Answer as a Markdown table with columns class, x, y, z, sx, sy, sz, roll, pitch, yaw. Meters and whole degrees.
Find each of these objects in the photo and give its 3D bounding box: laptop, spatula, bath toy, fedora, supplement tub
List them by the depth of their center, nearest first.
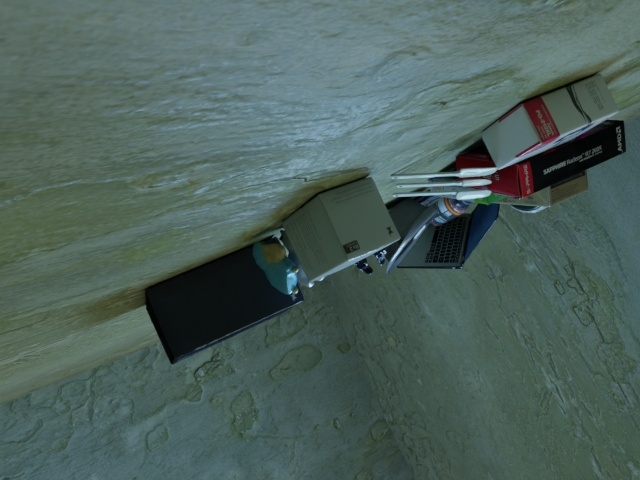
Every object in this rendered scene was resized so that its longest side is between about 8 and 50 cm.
| class | x | y | z | sx | sy | sz | roll | pitch | yaw |
| --- | --- | --- | --- | --- | --- | --- | --- | --- | --- |
| spatula | 0.291 | -0.131 | 1.581 | 0.242 | 0.019 | 0.168 | -3 | 164 | 6 |
| bath toy | 0.000 | 0.000 | 1.604 | 0.348 | 0.129 | 0.151 | -25 | 133 | -44 |
| fedora | 0.254 | -0.035 | 2.132 | 0.244 | 0.124 | 0.275 | -38 | 164 | -49 |
| supplement tub | 0.501 | -0.136 | 2.554 | 0.106 | 0.106 | 0.198 | -21 | 173 | -36 |
| laptop | 0.523 | -0.090 | 2.644 | 0.408 | 0.236 | 0.382 | -1 | -146 | 21 |

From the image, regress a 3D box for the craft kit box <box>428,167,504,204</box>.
| class | x | y | z | sx | sy | sz | roll | pitch | yaw |
| --- | --- | --- | --- | --- | --- | --- | --- | --- | --- |
| craft kit box | 0.478 | -0.179 | 1.862 | 0.250 | 0.060 | 0.247 | -23 | -163 | -22 |

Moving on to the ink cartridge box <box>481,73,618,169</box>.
| class | x | y | z | sx | sy | sz | roll | pitch | yaw |
| --- | --- | --- | --- | --- | --- | --- | --- | --- | --- |
| ink cartridge box | 0.511 | -0.264 | 1.479 | 0.237 | 0.100 | 0.172 | -23 | 174 | -21 |

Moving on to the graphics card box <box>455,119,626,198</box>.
| class | x | y | z | sx | sy | sz | roll | pitch | yaw |
| --- | --- | --- | --- | --- | --- | --- | --- | --- | --- |
| graphics card box | 0.563 | -0.221 | 1.694 | 0.371 | 0.094 | 0.233 | -21 | -160 | -22 |

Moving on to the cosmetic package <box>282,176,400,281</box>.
| class | x | y | z | sx | sy | sz | roll | pitch | yaw |
| --- | --- | --- | --- | --- | --- | --- | --- | --- | --- |
| cosmetic package | 0.041 | -0.022 | 1.425 | 0.151 | 0.151 | 0.184 | -22 | 174 | -34 |

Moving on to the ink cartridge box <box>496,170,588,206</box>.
| class | x | y | z | sx | sy | sz | roll | pitch | yaw |
| --- | --- | --- | --- | --- | --- | --- | --- | --- | --- |
| ink cartridge box | 0.634 | -0.170 | 1.959 | 0.193 | 0.088 | 0.235 | -22 | -162 | -33 |

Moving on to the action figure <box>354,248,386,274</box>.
| class | x | y | z | sx | sy | sz | roll | pitch | yaw |
| --- | --- | --- | --- | --- | --- | --- | --- | --- | --- |
| action figure | 0.100 | 0.017 | 2.137 | 0.164 | 0.140 | 0.276 | -32 | -157 | -17 |

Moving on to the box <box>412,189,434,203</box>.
| class | x | y | z | sx | sy | sz | roll | pitch | yaw |
| --- | --- | --- | --- | --- | --- | --- | --- | --- | --- |
| box | 0.382 | -0.158 | 2.245 | 0.162 | 0.029 | 0.116 | -31 | 171 | 38 |

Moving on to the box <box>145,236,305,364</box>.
| class | x | y | z | sx | sy | sz | roll | pitch | yaw |
| --- | --- | --- | --- | --- | --- | --- | --- | --- | --- |
| box | -0.253 | 0.160 | 1.689 | 0.343 | 0.178 | 0.312 | -23 | 175 | -19 |

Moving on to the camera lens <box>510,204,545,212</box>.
| class | x | y | z | sx | sy | sz | roll | pitch | yaw |
| --- | --- | --- | --- | --- | --- | --- | --- | --- | --- |
| camera lens | 0.790 | -0.228 | 2.370 | 0.274 | 0.219 | 0.219 | -20 | 172 | -42 |
